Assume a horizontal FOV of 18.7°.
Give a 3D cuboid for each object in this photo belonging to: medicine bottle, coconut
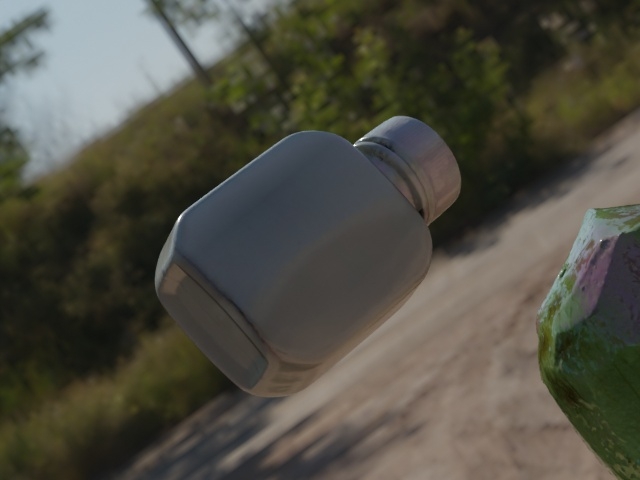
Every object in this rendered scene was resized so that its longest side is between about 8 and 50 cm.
[{"bbox_3d":[0.000,0.000,1.122,0.183,0.119,0.069,-39,-11,-31],"label":"medicine bottle"},{"bbox_3d":[0.263,0.068,1.465,0.204,0.236,0.236,-28,2,-5],"label":"coconut"}]
